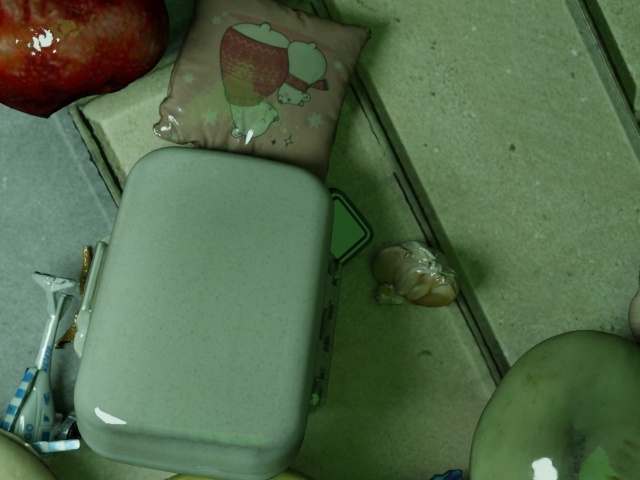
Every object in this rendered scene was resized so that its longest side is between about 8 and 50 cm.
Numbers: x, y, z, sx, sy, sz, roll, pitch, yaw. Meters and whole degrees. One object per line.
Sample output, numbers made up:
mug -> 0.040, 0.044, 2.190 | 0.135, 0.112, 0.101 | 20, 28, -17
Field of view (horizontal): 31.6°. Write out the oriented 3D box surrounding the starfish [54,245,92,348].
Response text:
starfish -> -0.265, 0.086, 1.342 | 0.130, 0.041, 0.133 | -45, 99, -9

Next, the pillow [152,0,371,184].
pillow -> -0.070, -0.193, 1.369 | 0.236, 0.084, 0.223 | 20, 84, -16

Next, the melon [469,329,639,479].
melon -> 0.309, 0.262, 1.370 | 0.272, 0.272, 0.308 | 4, 67, -13

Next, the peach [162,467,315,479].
peach -> -0.087, 0.398, 1.260 | 0.316, 0.281, 0.314 | 39, 87, -2

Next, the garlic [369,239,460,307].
garlic -> 0.123, 0.040, 1.418 | 0.113, 0.094, 0.074 | 25, 43, -7

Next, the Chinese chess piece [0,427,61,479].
Chinese chess piece -> -0.396, 0.327, 1.218 | 0.270, 0.112, 0.270 | 3, 107, 12

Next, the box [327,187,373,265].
box -> 0.000, 0.000, 1.410 | 0.126, 0.031, 0.091 | -39, 98, -10

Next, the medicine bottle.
medicine bottle -> -0.121, 0.072, 1.256 | 0.282, 0.123, 0.375 | 8, 60, -1

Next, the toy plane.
toy plane -> -0.335, 0.178, 1.308 | 0.182, 0.107, 0.273 | -7, 77, 21

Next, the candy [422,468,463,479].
candy -> 0.138, 0.464, 1.419 | 0.187, 0.077, 0.331 | -19, 93, -6

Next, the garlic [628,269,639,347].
garlic -> 0.513, 0.088, 1.472 | 0.228, 0.152, 0.227 | -1, 92, -19

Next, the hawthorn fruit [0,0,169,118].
hawthorn fruit -> -0.299, -0.274, 1.265 | 0.230, 0.210, 0.266 | -20, 78, 1
